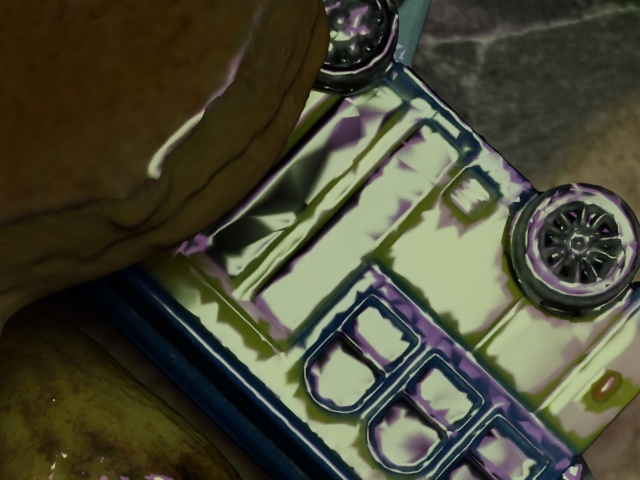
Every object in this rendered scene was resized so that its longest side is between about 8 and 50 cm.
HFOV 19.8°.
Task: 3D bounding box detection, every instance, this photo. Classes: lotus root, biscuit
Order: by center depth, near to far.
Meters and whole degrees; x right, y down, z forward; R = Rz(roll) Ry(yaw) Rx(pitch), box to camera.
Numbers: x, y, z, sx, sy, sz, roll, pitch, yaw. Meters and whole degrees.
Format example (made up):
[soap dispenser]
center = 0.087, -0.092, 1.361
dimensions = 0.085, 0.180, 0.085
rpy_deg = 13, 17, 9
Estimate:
[biscuit]
center = -0.198, -0.067, 0.714
dimensions = 0.368, 0.076, 0.394
rpy_deg = -47, 54, -10
[lotus root]
center = -0.104, 0.089, 0.773
dimensions = 0.108, 0.094, 0.190
rpy_deg = -21, 67, -44

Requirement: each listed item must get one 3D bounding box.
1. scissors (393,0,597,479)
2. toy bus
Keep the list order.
[scissors]
center = 0.032, -0.025, 0.881
dimensions = 0.191, 0.029, 0.360
rpy_deg = -29, 82, -18
[toy bus]
center = 0.000, 0.000, 0.783
dimensions = 0.288, 0.138, 0.175
rpy_deg = 43, 83, 4
